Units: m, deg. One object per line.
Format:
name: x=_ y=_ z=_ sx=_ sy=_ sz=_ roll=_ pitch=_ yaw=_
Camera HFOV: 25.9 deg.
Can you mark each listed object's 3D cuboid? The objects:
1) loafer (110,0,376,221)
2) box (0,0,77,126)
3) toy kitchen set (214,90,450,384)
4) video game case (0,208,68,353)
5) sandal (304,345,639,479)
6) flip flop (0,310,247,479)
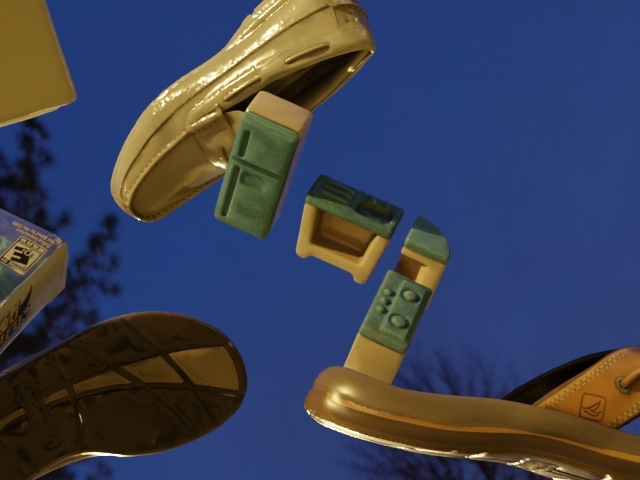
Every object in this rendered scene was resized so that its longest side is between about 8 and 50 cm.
loafer: x=-0.079 y=-0.120 z=1.345 sx=0.319 sy=0.111 sz=0.112 roll=-43 pitch=-32 yaw=21
box: x=-0.197 y=-0.158 z=0.540 sx=0.127 sy=0.148 sz=0.232 roll=-19 pitch=-64 yaw=-11
toy kitchen set: x=0.000 y=0.000 z=1.152 sx=0.207 sy=0.166 sz=0.122 roll=24 pitch=-51 yaw=6
video game case: x=-0.371 y=0.033 z=1.055 sx=0.244 sy=0.269 sz=0.061 roll=-55 pitch=-16 yaw=-44
sandal: x=0.104 y=0.068 z=0.564 sx=0.219 sy=0.060 sz=0.090 roll=11 pitch=-12 yaw=-2
flip flop: x=-0.194 y=0.133 z=1.095 sx=0.277 sy=0.080 sz=0.112 roll=-23 pitch=-88 yaw=2
